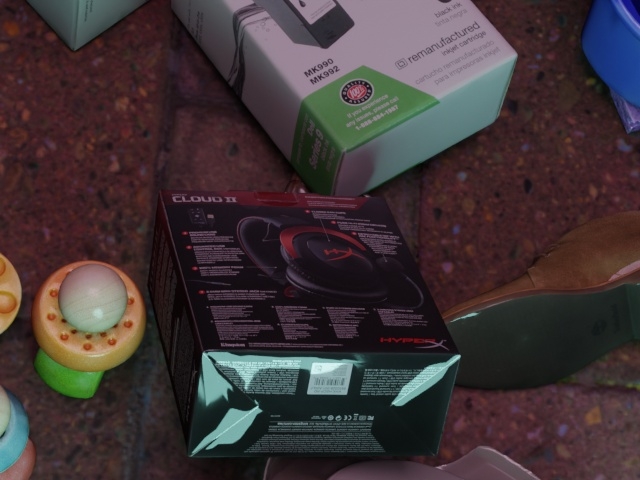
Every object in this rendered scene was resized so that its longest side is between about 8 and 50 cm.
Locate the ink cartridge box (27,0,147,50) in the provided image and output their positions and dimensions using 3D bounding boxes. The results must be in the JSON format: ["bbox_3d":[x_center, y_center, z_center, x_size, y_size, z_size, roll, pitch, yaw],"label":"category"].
[{"bbox_3d":[-0.203,-0.343,1.740,0.232,0.168,0.171,-39,78,-22],"label":"ink cartridge box"}]

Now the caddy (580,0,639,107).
[{"bbox_3d":[0.425,-0.232,1.759,0.341,0.179,0.241,26,66,1],"label":"caddy"}]

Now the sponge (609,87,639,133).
[{"bbox_3d":[0.390,-0.194,1.853,0.210,0.031,0.117,-17,72,-16],"label":"sponge"}]

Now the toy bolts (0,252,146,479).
[{"bbox_3d":[-0.284,0.093,1.552,0.218,0.158,0.228,27,66,2],"label":"toy bolts"}]

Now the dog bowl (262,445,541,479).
[{"bbox_3d":[0.094,0.293,1.476,0.349,0.102,0.349,21,29,-12],"label":"dog bowl"}]

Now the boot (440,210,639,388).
[{"bbox_3d":[0.229,0.054,1.706,0.305,0.112,0.115,-16,41,-11],"label":"boot"}]

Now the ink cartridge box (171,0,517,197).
[{"bbox_3d":[0.016,-0.205,1.727,0.211,0.121,0.289,-30,68,-21],"label":"ink cartridge box"}]

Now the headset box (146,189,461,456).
[{"bbox_3d":[-0.027,0.059,1.548,0.218,0.110,0.293,1,31,-16],"label":"headset box"}]

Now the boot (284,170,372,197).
[{"bbox_3d":[0.000,0.000,1.706,0.106,0.037,0.114,20,67,4],"label":"boot"}]
